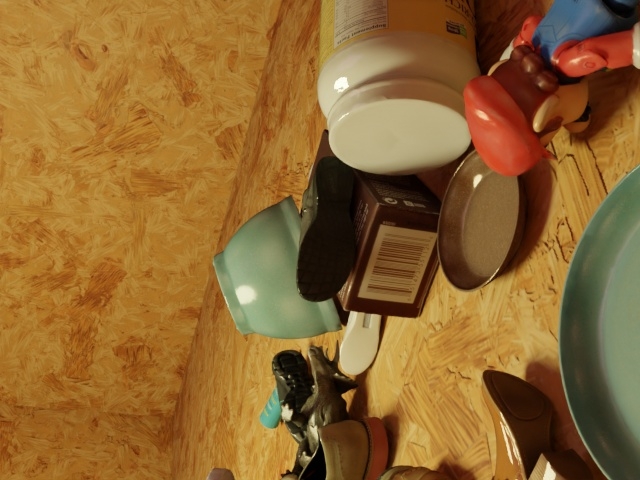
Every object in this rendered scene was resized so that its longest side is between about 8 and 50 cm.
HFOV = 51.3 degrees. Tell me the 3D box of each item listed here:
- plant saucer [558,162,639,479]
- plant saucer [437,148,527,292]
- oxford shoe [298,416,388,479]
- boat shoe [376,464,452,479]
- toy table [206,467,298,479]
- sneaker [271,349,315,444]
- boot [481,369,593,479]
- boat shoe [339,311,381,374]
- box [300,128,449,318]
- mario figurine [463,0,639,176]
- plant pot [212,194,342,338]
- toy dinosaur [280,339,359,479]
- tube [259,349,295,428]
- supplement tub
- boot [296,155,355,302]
[{"bbox_3d":[0.312,0.070,0.537,0.318,0.044,0.317,-170,90,-73],"label":"plant saucer"},{"bbox_3d":[0.219,-0.027,0.890,0.199,0.036,0.198,-170,90,-72],"label":"plant saucer"},{"bbox_3d":[0.007,0.447,1.138,0.123,0.130,0.348,-128,48,-64],"label":"oxford shoe"},{"bbox_3d":[0.108,0.440,0.822,0.120,0.123,0.323,-35,40,53],"label":"boat shoe"},{"bbox_3d":[-0.116,0.540,1.158,0.252,0.161,0.274,-40,-51,-78],"label":"toy table"},{"bbox_3d":[-0.040,0.353,1.449,0.267,0.101,0.106,-111,13,-57],"label":"sneaker"},{"bbox_3d":[0.207,0.250,0.729,0.197,0.073,0.152,-107,27,-60],"label":"boot"},{"bbox_3d":[0.076,0.151,1.210,0.063,0.066,0.184,-63,-19,-78],"label":"boat shoe"},{"bbox_3d":[0.080,-0.042,1.171,0.381,0.143,0.191,-117,40,-60],"label":"box"},{"bbox_3d":[0.286,-0.200,0.705,0.320,0.170,0.198,-58,-10,29],"label":"mario figurine"},{"bbox_3d":[-0.098,0.079,1.350,0.293,0.196,0.292,159,90,-87],"label":"plant pot"},{"bbox_3d":[0.007,0.357,1.228,0.121,0.160,0.313,8,102,40],"label":"toy dinosaur"},{"bbox_3d":[-0.090,0.373,1.638,0.207,0.052,0.080,-65,32,25],"label":"tube"},{"bbox_3d":[0.117,-0.292,1.010,0.241,0.241,0.331,133,143,-60],"label":"supplement tub"},{"bbox_3d":[0.000,0.000,1.073,0.161,0.084,0.246,121,159,-65],"label":"boot"}]
